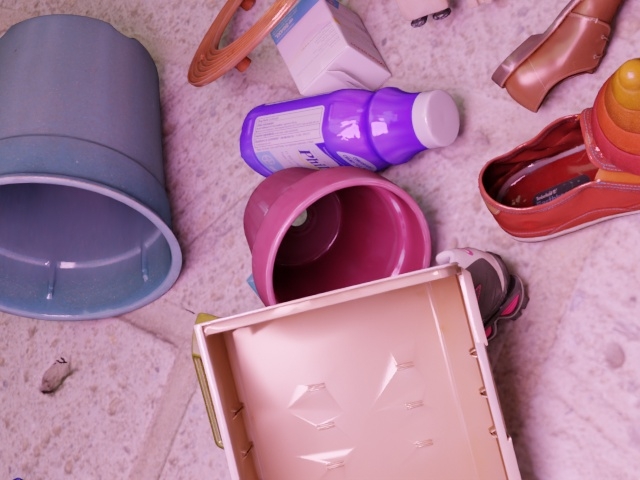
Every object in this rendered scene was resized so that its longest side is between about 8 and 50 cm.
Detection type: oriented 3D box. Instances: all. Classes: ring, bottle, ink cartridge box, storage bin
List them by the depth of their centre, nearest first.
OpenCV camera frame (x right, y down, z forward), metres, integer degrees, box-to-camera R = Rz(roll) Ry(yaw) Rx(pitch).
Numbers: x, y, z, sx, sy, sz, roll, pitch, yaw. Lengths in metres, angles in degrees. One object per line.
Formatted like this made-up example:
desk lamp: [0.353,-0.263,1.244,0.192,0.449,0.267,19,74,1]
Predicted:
storage bin: [0.045,0.175,1.106,0.261,0.123,0.262,-14,87,3]
bottle: [0.034,-0.130,1.404,0.283,0.118,0.092,-4,70,41]
ink cartridge box: [0.015,-0.232,1.481,0.090,0.092,0.143,-42,49,22]
ring: [-0.062,-0.334,1.559,0.336,0.032,0.336,-44,21,22]

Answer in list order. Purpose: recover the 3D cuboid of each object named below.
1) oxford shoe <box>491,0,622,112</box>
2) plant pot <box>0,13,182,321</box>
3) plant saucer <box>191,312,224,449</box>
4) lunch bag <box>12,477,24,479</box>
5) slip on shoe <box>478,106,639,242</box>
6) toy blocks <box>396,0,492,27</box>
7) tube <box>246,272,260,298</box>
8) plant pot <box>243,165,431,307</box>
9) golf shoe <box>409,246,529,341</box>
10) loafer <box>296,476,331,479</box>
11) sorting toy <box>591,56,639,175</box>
oxford shoe: [0.288,-0.225,1.260,0.212,0.076,0.076,-45,78,16]
plant pot: [-0.362,-0.115,1.633,0.341,0.341,0.334,-28,49,32]
plant saucer: [-0.078,0.190,1.346,0.188,0.045,0.188,11,122,45]
lunch bag: [-0.442,0.426,1.632,0.128,0.096,0.151,-57,31,12]
slip on shoe: [0.303,-0.091,1.154,0.331,0.101,0.123,-24,56,32]
toy blocks: [0.189,-0.475,1.372,0.289,0.308,0.260,-13,31,26]
tube: [-0.034,0.080,1.431,0.080,0.052,0.207,-47,42,12]
plant pot: [0.000,0.000,1.343,0.201,0.201,0.180,-61,29,5]
golf shoe: [0.099,0.119,1.242,0.105,0.120,0.272,42,103,42]
loafer: [-0.061,0.373,1.284,0.130,0.134,0.366,54,125,20]
sorting toy: [0.402,-0.120,0.994,0.366,0.126,0.127,6,80,27]
